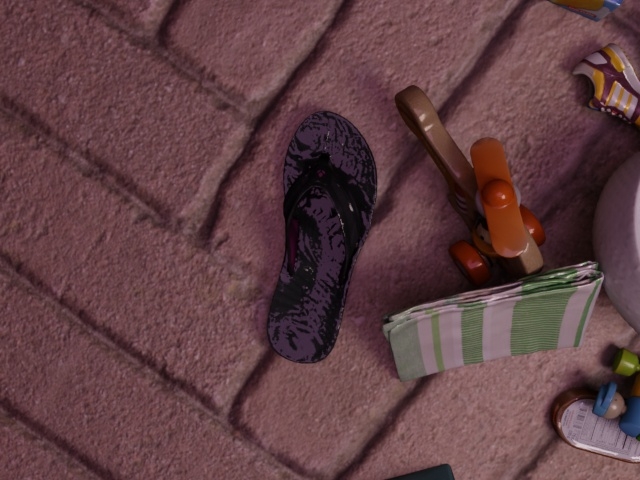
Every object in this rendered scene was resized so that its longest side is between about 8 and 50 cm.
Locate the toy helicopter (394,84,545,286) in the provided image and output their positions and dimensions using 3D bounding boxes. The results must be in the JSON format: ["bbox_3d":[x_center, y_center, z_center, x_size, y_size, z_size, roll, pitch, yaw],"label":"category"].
[{"bbox_3d":[0.225,-0.089,0.833,0.140,0.235,0.355,-34,89,3],"label":"toy helicopter"}]

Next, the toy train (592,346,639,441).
[{"bbox_3d":[0.567,0.223,0.909,0.143,0.105,0.248,24,63,23],"label":"toy train"}]

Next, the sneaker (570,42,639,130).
[{"bbox_3d":[0.488,-0.224,0.885,0.084,0.069,0.185,-32,86,16],"label":"sneaker"}]

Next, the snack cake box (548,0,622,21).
[{"bbox_3d":[0.370,-0.480,0.855,0.264,0.089,0.152,24,98,2],"label":"snack cake box"}]

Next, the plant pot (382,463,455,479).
[{"bbox_3d":[0.177,0.524,0.895,0.165,0.234,0.165,-18,94,6],"label":"plant pot"}]

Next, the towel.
[{"bbox_3d":[0.271,0.147,0.869,0.325,0.248,0.038,-15,52,6],"label":"towel"}]

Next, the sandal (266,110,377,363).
[{"bbox_3d":[0.002,0.002,0.925,0.167,0.107,0.446,7,96,4],"label":"sandal"}]

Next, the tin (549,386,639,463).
[{"bbox_3d":[0.504,0.326,0.947,0.189,0.040,0.106,14,101,4],"label":"tin"}]

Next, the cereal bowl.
[{"bbox_3d":[0.549,0.015,0.830,0.339,0.141,0.339,4,78,-20],"label":"cereal bowl"}]
